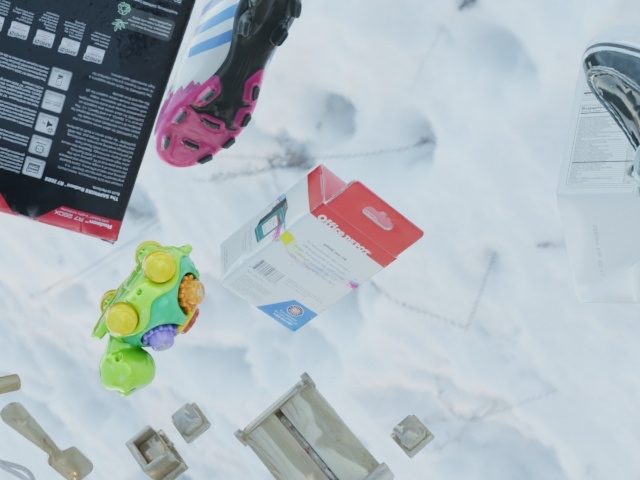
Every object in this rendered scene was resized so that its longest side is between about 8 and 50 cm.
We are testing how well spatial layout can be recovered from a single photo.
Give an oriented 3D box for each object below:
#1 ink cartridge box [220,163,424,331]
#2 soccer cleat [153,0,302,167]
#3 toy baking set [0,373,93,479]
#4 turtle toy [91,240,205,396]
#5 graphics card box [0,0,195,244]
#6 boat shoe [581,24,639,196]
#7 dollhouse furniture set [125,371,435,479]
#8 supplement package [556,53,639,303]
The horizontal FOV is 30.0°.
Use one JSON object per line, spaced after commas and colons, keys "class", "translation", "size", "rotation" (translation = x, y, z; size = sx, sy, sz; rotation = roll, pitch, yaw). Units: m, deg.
{"class": "ink cartridge box", "translation": [0.000, 0.000, 1.481], "size": [0.231, 0.078, 0.134], "rotation": [-37, 125, 26]}
{"class": "soccer cleat", "translation": [-0.129, -0.249, 1.616], "size": [0.331, 0.116, 0.143], "rotation": [-54, 38, 27]}
{"class": "toy baking set", "translation": [-0.354, 0.213, 1.171], "size": [0.030, 0.256, 0.196], "rotation": [47, 143, 46]}
{"class": "turtle toy", "translation": [-0.136, 0.059, 0.933], "size": [0.066, 0.130, 0.095], "rotation": [35, 178, -15]}
{"class": "graphics card box", "translation": [-0.290, -0.201, 1.361], "size": [0.233, 0.094, 0.370], "rotation": [16, 112, -13]}
{"class": "boat shoe", "translation": [0.314, -0.067, 1.003], "size": [0.306, 0.105, 0.113], "rotation": [48, 166, 28]}
{"class": "dollhouse furniture set", "translation": [-0.050, 0.317, 1.761], "size": [0.303, 0.355, 0.174], "rotation": [47, 173, 31]}
{"class": "supplement package", "translation": [0.420, -0.082, 1.487], "size": [0.198, 0.262, 0.199], "rotation": [0, 137, 22]}
